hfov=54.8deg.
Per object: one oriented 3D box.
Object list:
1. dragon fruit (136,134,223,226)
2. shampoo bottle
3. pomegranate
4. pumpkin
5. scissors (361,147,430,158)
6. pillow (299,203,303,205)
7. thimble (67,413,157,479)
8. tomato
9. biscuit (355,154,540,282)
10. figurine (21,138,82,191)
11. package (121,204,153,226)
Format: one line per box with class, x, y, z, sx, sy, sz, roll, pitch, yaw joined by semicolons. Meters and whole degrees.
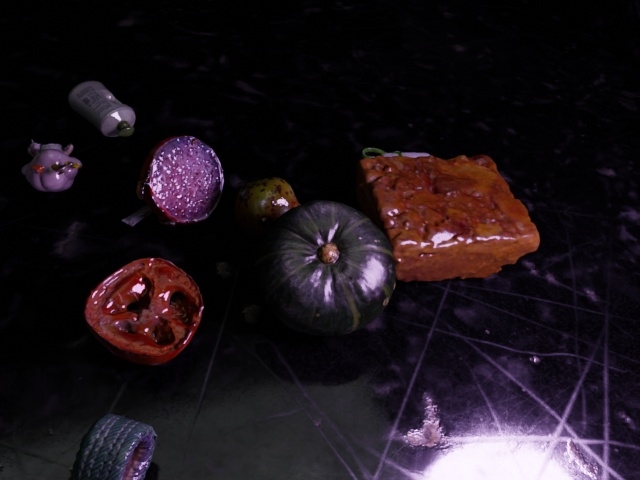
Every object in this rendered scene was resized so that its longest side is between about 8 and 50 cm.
dragon fruit;-0.364;-0.143;1.506;0.148;0.218;0.224;5;57;41
shampoo bottle;-0.604;-0.361;1.749;0.118;0.087;0.234;-31;56;-35
pomegranate;-0.125;-0.083;1.501;0.159;0.159;0.205;10;16;1
pumpkin;0.011;0.064;1.315;0.299;0.207;0.300;2;61;-4
scissors;0.226;-0.240;1.816;0.204;0.027;0.101;-3;45;-11
pillow;0.000;0.000;1.501;0.148;0.050;0.230;-1;47;-3
thimble;-0.336;0.357;1.005;0.090;0.118;0.135;13;58;10
tomato;-0.351;0.154;1.238;0.227;0.101;0.228;7;50;-8
biscuit;0.294;-0.061;1.533;0.394;0.166;0.343;-1;42;-14
figurine;-0.669;-0.186;1.539;0.137;0.112;0.229;-3;30;-25
package;-0.436;-0.068;1.516;0.037;0.015;0.110;29;46;20
